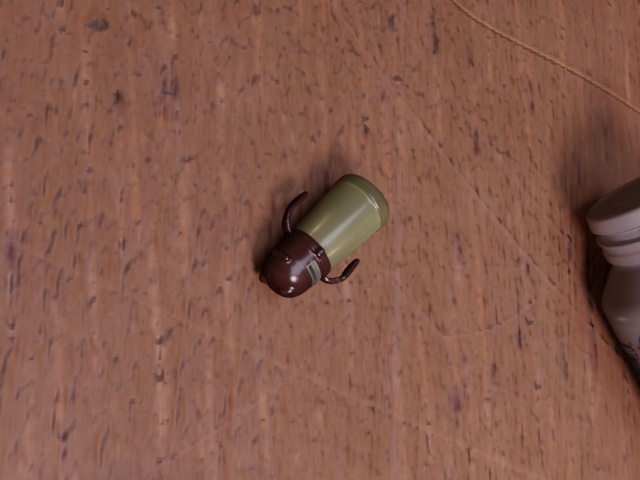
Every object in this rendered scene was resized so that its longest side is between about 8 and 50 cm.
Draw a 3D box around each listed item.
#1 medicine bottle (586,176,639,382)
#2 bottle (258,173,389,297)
[{"bbox_3d":[0.306,0.053,0.754,0.135,0.135,0.215,-34,100,-30],"label":"medicine bottle"},{"bbox_3d":[-0.001,-0.001,0.638,0.063,0.047,0.101,41,65,12],"label":"bottle"}]
